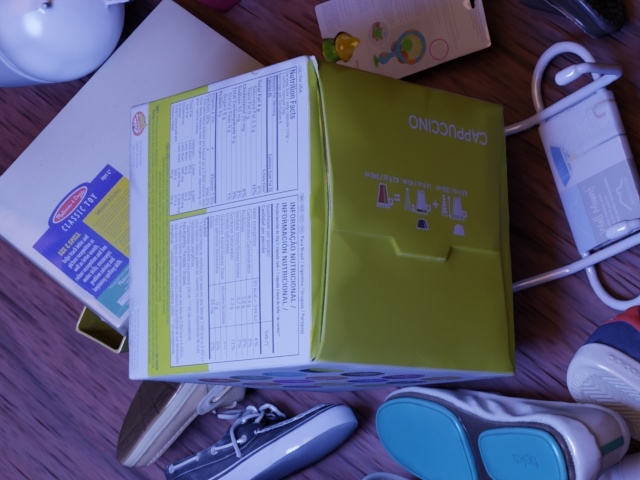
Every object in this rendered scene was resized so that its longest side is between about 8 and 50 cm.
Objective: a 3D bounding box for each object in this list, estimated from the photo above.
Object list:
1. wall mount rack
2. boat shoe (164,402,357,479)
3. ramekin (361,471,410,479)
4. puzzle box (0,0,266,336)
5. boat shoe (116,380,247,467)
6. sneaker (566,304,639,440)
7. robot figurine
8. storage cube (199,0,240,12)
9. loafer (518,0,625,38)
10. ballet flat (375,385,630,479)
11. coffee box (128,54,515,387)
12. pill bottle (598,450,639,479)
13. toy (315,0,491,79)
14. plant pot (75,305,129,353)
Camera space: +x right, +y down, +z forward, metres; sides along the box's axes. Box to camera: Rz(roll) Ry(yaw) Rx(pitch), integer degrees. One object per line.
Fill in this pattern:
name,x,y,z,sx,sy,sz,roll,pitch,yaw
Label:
wall mount rack,0.269,-0.063,1.822,0.304,0.130,0.350,-30,70,45
boat shoe,-0.087,0.271,1.951,0.306,0.113,0.105,-35,67,33
ramekin,0.100,0.395,1.806,0.207,0.207,0.109,46,112,21
puzzle box,-0.237,-0.106,1.992,0.272,0.052,0.409,37,77,14
boat shoe,-0.143,0.181,1.974,0.341,0.110,0.122,-51,25,8
sneaker,0.463,0.205,1.712,0.350,0.148,0.131,40,144,5
robot figurine,-0.404,-0.319,2.065,0.353,0.300,0.200,4,116,55
storage cube,-0.143,-0.454,2.011,0.215,0.193,0.184,-35,71,16
loafer,0.294,-0.325,1.874,0.220,0.080,0.078,47,136,20
ballet flat,0.221,0.237,1.773,0.400,0.139,0.139,-3,81,60
coffee box,0.000,0.000,1.759,0.334,0.337,0.338,-11,77,46
pill bottle,0.315,0.317,1.765,0.180,0.108,0.108,-21,76,20
toy,0.114,-0.282,1.952,0.237,0.056,0.137,-16,81,27
plant pot,-0.277,0.108,2.068,0.081,0.083,0.081,26,95,25
